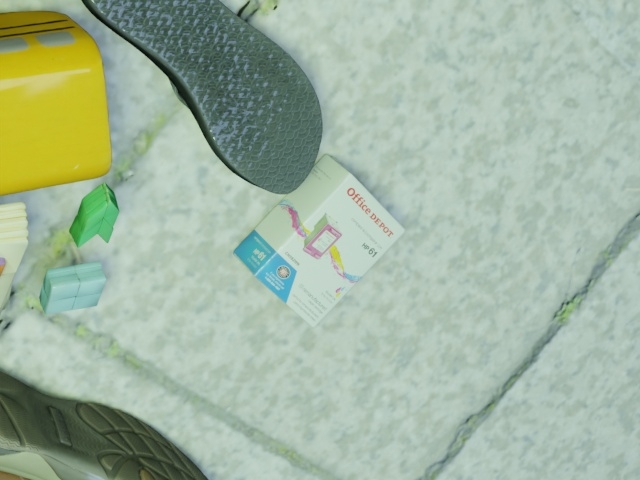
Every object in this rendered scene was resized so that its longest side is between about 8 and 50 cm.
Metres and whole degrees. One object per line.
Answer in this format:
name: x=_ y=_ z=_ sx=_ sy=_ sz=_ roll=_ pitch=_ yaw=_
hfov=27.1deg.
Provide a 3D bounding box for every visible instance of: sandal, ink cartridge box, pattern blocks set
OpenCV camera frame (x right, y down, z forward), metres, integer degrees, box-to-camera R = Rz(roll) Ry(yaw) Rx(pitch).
sandal: x=-0.088 y=-0.143 z=1.054 sx=0.097 sy=0.054 sz=0.254 roll=-46 pitch=116 yaw=-10
ink cartridge box: x=0.000 y=0.000 z=1.163 sx=0.122 sy=0.052 sz=0.088 roll=-48 pitch=125 yaw=-1
pattern blocks set: x=-0.300 y=0.033 z=0.939 sx=0.325 sy=0.026 sz=0.285 roll=-15 pitch=155 yaw=-18

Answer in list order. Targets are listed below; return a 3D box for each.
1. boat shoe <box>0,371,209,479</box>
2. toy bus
boat shoe: x=-0.217 y=0.207 z=1.119 sx=0.324 sy=0.123 sz=0.116 roll=30 pitch=106 yaw=-31
toy bus: x=-0.322 y=-0.078 z=0.906 sx=0.332 sy=0.130 sz=0.108 roll=-12 pitch=118 yaw=-23
